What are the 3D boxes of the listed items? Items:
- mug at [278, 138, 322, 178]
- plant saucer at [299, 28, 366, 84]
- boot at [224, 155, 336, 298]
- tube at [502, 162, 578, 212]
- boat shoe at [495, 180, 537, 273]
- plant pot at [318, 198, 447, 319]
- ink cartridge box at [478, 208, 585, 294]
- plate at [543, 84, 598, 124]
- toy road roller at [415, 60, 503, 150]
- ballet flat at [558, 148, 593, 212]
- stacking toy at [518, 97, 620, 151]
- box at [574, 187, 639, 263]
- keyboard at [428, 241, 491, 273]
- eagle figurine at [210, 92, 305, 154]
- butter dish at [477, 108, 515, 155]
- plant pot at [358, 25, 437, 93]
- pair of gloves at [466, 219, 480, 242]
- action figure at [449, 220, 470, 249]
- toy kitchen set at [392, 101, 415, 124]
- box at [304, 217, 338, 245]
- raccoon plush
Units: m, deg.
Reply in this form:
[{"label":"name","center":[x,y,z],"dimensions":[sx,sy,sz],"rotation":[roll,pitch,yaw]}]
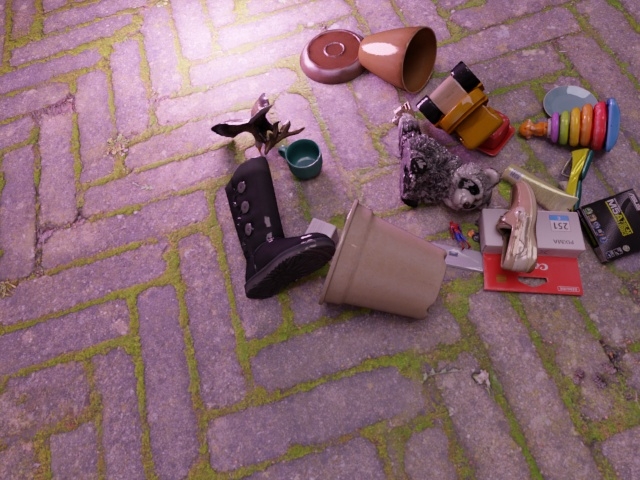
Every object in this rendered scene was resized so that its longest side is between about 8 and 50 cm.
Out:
[{"label":"mug","center":[-0.064,-0.301,1.652],"dimensions":[0.129,0.097,0.157],"rotation":[-32,64,-8]},{"label":"plant saucer","center":[0.062,-0.791,1.904],"dimensions":[0.311,0.050,0.310],"rotation":[-3,65,6]},{"label":"boot","center":[-0.149,-0.084,1.461],"dimensions":[0.367,0.146,0.445],"rotation":[-31,57,30]},{"label":"tube","center":[0.723,-0.169,1.501],"dimensions":[0.062,0.070,0.240],"rotation":[-46,64,-3]},{"label":"boat shoe","center":[0.586,-0.049,1.358],"dimensions":[0.098,0.109,0.302],"rotation":[6,67,7]},{"label":"plant pot","center":[0.191,0.083,1.335],"dimensions":[0.305,0.334,0.333],"rotation":[20,68,3]},{"label":"ink cartridge box","center":[0.658,0.030,1.405],"dimensions":[0.296,0.066,0.261],"rotation":[2,62,6]},{"label":"plate","center":[0.917,-0.493,1.658],"dimensions":[0.188,0.024,0.188],"rotation":[-3,63,6]},{"label":"toy road roller","center":[0.489,-0.434,1.534],"dimensions":[0.202,0.329,0.240],"rotation":[-42,84,24]},{"label":"ballet flat","center":[0.839,-0.201,1.500],"dimensions":[0.077,0.077,0.231],"rotation":[13,77,39]},{"label":"stacking toy","center":[0.851,-0.391,1.562],"dimensions":[0.302,0.166,0.175],"rotation":[3,106,27]},{"label":"box","center":[0.927,-0.046,1.407],"dimensions":[0.184,0.045,0.190],"rotation":[-19,77,1]},{"label":"keyboard","center":[0.431,0.053,1.464],"dimensions":[0.256,0.014,0.072],"rotation":[11,61,12]},{"label":"eagle figurine","center":[-0.251,-0.432,1.683],"dimensions":[0.298,0.226,0.225],"rotation":[40,115,29]},{"label":"butter dish","center":[0.600,-0.412,1.607],"dimensions":[0.160,0.118,0.160],"rotation":[35,72,22]},{"label":"plant pot","center":[0.282,-0.719,1.760],"dimensions":[0.254,0.237,0.237],"rotation":[26,70,34]},{"label":"pair of gloves","center":[0.534,-0.030,1.490],"dimensions":[0.074,0.010,0.083],"rotation":[32,73,20]},{"label":"action figure","center":[0.454,-0.020,1.486],"dimensions":[0.038,0.030,0.115],"rotation":[-15,58,-6]},{"label":"toy kitchen set","center":[0.301,-0.490,1.717],"dimensions":[0.068,0.083,0.075],"rotation":[-35,55,37]},{"label":"box","center":[0.000,0.000,1.495],"dimensions":[0.087,0.101,0.102],"rotation":[21,70,16]},{"label":"raccoon plush","center":[0.432,-0.286,1.532],"dimensions":[0.299,0.216,0.446],"rotation":[3,64,0]}]
